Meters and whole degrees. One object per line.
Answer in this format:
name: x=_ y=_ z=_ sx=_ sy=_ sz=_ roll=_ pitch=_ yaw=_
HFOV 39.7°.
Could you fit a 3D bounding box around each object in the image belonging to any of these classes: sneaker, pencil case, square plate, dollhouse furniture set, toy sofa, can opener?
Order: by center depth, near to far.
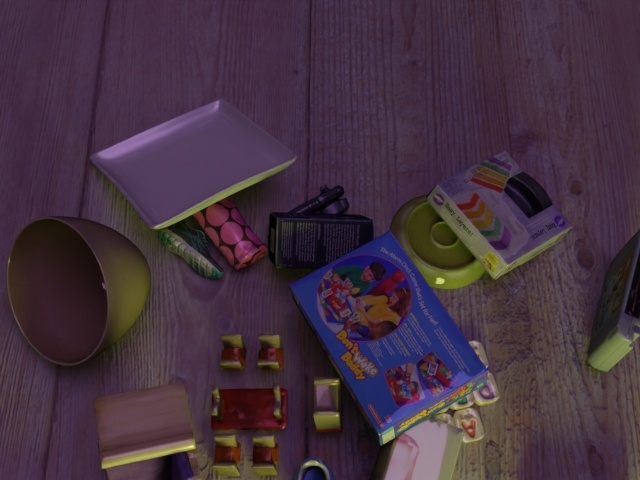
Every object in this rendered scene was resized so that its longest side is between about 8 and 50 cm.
toy sofa: x=-0.294 y=0.401 z=1.519 sx=0.150 sy=0.362 sz=0.177 roll=-8 pitch=60 yaw=-13
sneaker: x=-0.007 y=0.523 z=1.652 sx=0.085 sy=0.086 sz=0.237 roll=-14 pitch=61 yaw=8
dollhouse furniture set: x=-0.087 y=0.330 z=1.742 sx=0.259 sy=0.135 sz=0.262 roll=-1 pitch=63 yaw=3
sneaker: x=-0.263 y=0.013 z=1.888 sx=0.166 sy=0.065 sz=0.076 roll=39 pitch=59 yaw=8
pencil case: x=-0.198 y=-0.035 z=1.909 sx=0.209 sy=0.095 sz=0.098 roll=54 pitch=23 yaw=16
square plate: x=-0.278 y=-0.166 z=1.915 sx=0.347 sy=0.049 sz=0.344 roll=-28 pitch=42 yaw=-21
can opener: x=-0.023 y=-0.070 z=1.968 sx=0.186 sy=0.059 sz=0.073 roll=-24 pitch=70 yaw=-20

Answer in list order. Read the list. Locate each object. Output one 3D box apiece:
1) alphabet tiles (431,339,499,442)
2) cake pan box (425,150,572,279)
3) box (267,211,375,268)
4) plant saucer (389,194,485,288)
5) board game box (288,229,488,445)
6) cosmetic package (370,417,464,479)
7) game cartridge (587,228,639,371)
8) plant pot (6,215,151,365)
alphabet tiles: x=0.225 y=0.295 z=1.848 sx=0.284 sy=0.021 sz=0.278 roll=-9 pitch=66 yaw=-14
cake pan box: x=0.408 y=-0.064 z=2.003 sx=0.267 sy=0.070 sz=0.245 roll=-24 pitch=70 yaw=-36
box: x=0.000 y=0.000 z=1.869 sx=0.207 sy=0.153 sz=0.108 roll=1 pitch=96 yaw=-10
plant saucer: x=0.277 y=-0.007 z=1.999 sx=0.241 sy=0.037 sz=0.241 roll=4 pitch=64 yaw=-8
board game box: x=0.125 y=0.178 z=1.689 sx=0.233 sy=0.078 sz=0.347 roll=-28 pitch=62 yaw=-8
cosmetic package: x=0.156 y=0.484 z=1.660 sx=0.129 sy=0.153 sz=0.296 roll=21 pitch=64 yaw=1
game cartridge: x=0.650 y=0.124 z=1.902 sx=0.062 sy=0.198 sz=0.297 roll=23 pitch=62 yaw=2
plant pot: x=-0.446 y=0.083 z=1.733 sx=0.284 sy=0.284 sz=0.191 roll=50 pitch=31 yaw=16
